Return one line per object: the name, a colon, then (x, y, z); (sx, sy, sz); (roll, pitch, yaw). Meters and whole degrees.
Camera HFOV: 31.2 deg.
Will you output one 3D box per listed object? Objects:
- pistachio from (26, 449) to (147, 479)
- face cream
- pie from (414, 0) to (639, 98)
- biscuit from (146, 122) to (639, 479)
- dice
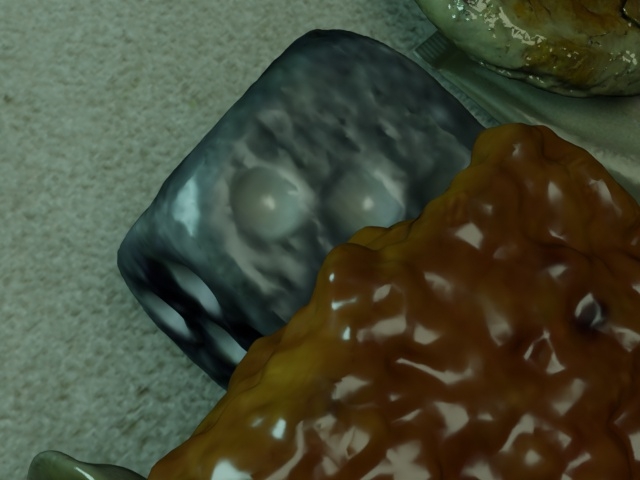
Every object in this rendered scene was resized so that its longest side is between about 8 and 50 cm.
pistachio: (-0.068, 0.257, 0.583); (0.208, 0.226, 0.332); (-32, 89, -37)
face cream: (0.232, -0.058, 0.831); (0.137, 0.084, 0.341); (-42, 83, -19)
pie: (0.174, -0.207, 0.831); (0.274, 0.055, 0.274); (10, 55, -15)
biscuit: (0.107, 0.125, 0.523); (0.312, 0.110, 0.318); (41, 62, 2)
dice: (0.000, 0.000, 0.687); (0.183, 0.181, 0.182); (43, 66, -5)
